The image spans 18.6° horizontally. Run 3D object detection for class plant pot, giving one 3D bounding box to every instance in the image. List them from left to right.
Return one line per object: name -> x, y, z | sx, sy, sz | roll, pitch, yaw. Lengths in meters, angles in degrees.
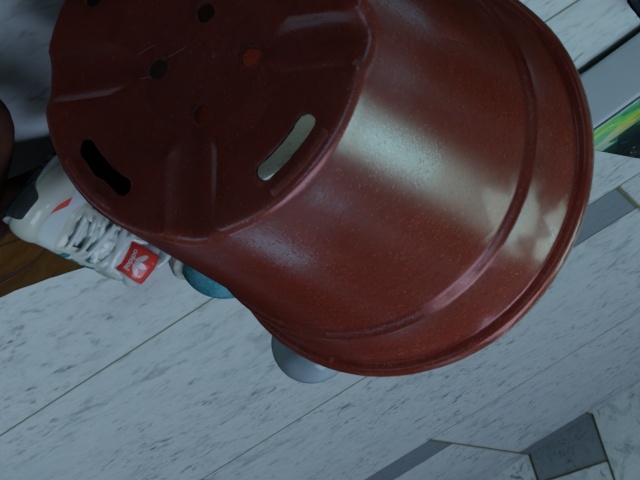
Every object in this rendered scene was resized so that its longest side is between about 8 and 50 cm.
plant pot -> -0.010, -0.072, 1.158 | 0.272, 0.272, 0.265 | -34, 155, 17

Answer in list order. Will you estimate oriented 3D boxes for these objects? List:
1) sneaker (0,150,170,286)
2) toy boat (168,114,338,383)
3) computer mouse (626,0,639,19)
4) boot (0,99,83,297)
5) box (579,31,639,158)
sneaker -> -0.132, -0.009, 1.175 | 0.057, 0.075, 0.161 | -50, 170, 6
toy boat -> 0.000, 0.000, 1.547 | 0.267, 0.148, 0.318 | -23, 163, -22
computer mouse -> 0.270, -0.213, 1.560 | 0.071, 0.041, 0.242 | -33, 163, 13
boot -> -0.174, -0.033, 1.259 | 0.280, 0.096, 0.264 | -22, 152, -43
box -> 0.369, -0.163, 1.852 | 0.232, 0.058, 0.322 | -37, 162, 22
